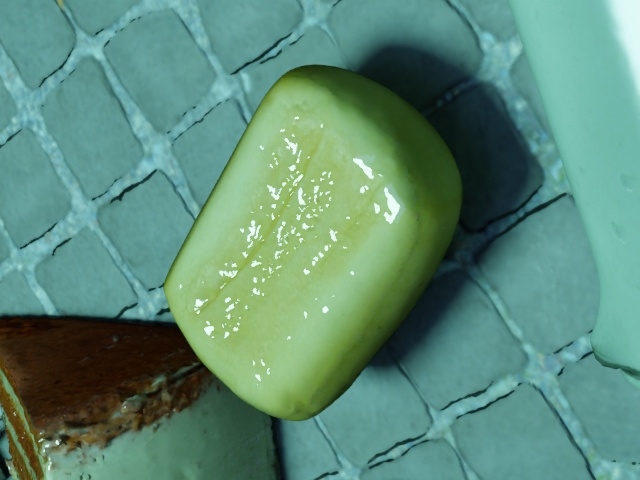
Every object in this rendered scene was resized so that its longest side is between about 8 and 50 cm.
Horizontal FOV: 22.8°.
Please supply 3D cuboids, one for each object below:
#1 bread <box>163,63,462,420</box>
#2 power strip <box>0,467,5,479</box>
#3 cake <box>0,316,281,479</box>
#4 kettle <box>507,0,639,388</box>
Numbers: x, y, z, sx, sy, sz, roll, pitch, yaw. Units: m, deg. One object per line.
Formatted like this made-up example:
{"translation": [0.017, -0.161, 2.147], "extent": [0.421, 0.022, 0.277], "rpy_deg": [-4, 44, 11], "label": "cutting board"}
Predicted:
{"translation": [0.000, 0.000, 0.944], "extent": [0.147, 0.098, 0.217], "rpy_deg": [46, 123, 15], "label": "bread"}
{"translation": [-0.318, 0.212, 1.282], "extent": [0.253, 0.027, 0.060], "rpy_deg": [-43, 79, 36], "label": "power strip"}
{"translation": [-0.179, 0.153, 1.083], "extent": [0.262, 0.160, 0.158], "rpy_deg": [2, 110, 36], "label": "cake"}
{"translation": [0.213, -0.118, 0.722], "extent": [0.205, 0.265, 0.318], "rpy_deg": [-2, 106, 68], "label": "kettle"}
